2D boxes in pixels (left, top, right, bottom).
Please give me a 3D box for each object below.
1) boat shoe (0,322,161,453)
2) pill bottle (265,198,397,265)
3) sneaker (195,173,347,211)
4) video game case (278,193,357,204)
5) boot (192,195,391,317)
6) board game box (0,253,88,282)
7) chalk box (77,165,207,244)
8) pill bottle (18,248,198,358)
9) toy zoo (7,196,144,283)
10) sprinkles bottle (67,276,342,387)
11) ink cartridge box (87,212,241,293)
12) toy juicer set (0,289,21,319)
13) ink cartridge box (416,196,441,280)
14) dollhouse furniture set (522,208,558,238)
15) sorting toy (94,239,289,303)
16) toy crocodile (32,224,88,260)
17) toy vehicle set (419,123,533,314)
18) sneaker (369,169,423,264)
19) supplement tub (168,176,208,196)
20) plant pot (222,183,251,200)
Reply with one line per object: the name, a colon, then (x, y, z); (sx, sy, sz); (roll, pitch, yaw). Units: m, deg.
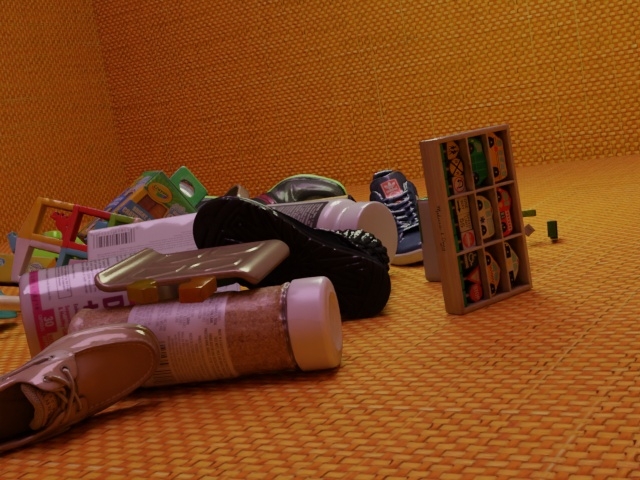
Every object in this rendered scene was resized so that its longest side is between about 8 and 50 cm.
boat shoe: (-0.327, 0.188, 1.078); (0.302, 0.109, 0.098); (-18, 16, -21)
pill bottle: (0.000, 0.000, 1.805); (0.283, 0.161, 0.161); (-2, 10, 40)
sneaker: (-0.154, -0.048, 2.443); (0.482, 0.185, 0.202); (-13, 26, -6)
video game case: (-0.011, -0.029, 2.057); (0.248, 0.035, 0.275); (-7, -19, 17)
boot: (-0.040, 0.017, 1.541); (0.348, 0.131, 0.260); (26, 11, -5)
board game box: (-0.718, 0.075, 2.153); (0.242, 0.064, 0.316); (-3, -7, 38)
chalk box: (-0.382, -0.044, 2.077); (0.289, 0.180, 0.179); (-46, 18, -13)
pill bottle: (-0.320, 0.104, 1.442); (0.283, 0.160, 0.160); (-11, 8, -12)
toy zoo: (-0.534, 0.018, 1.922); (0.293, 0.192, 0.030); (12, -11, 14)
sprinkles bottle: (-0.153, 0.129, 1.210); (0.355, 0.121, 0.121); (-8, 8, 11)
ink cartridge box: (-0.271, 0.072, 1.611); (0.275, 0.239, 0.060); (-9, -29, 1)
toy juicer set: (-0.653, 0.146, 1.858); (0.209, 0.090, 0.329); (5, 0, -6)
ink cartridge box: (0.271, -0.022, 1.679); (0.086, 0.153, 0.208); (-3, 11, 37)
dollhouse furniture set: (0.403, -0.022, 1.847); (0.151, 0.076, 0.058); (-5, -4, 18)
sorting toy: (-0.184, 0.051, 1.243); (0.229, 0.041, 0.307); (-3, 10, 12)
toy crocodile: (-0.715, 0.028, 2.629); (0.340, 0.115, 0.105); (-11, -11, -29)
toy vehicle set: (0.241, -0.035, 1.393); (0.166, 0.267, 0.035); (-17, 10, -36)
sneaker: (0.167, -0.061, 1.935); (0.131, 0.148, 0.350); (-18, 19, -5)
supplement tub: (-0.452, -0.092, 2.824); (0.207, 0.207, 0.338); (-9, 8, 0)
plant pot: (-0.213, -0.003, 2.097); (0.237, 0.109, 0.237); (-48, 17, 20)
